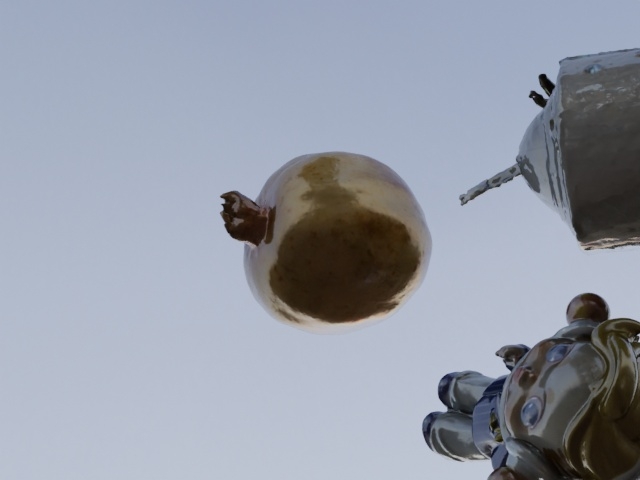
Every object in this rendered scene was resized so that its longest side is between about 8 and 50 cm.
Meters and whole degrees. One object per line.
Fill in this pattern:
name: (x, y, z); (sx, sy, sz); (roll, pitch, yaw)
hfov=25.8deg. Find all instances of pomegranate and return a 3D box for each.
pomegranate: (0.015, 0.005, 1.498); (0.207, 0.207, 0.207); (-5, -58, -8)

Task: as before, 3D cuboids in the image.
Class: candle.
candle: (0.271, -0.077, 1.227); (0.330, 0.187, 0.187); (-6, -55, 18)

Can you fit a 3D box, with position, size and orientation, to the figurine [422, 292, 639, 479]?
figurine: (0.188, 0.157, 1.182); (0.133, 0.194, 0.274); (36, -44, -18)
